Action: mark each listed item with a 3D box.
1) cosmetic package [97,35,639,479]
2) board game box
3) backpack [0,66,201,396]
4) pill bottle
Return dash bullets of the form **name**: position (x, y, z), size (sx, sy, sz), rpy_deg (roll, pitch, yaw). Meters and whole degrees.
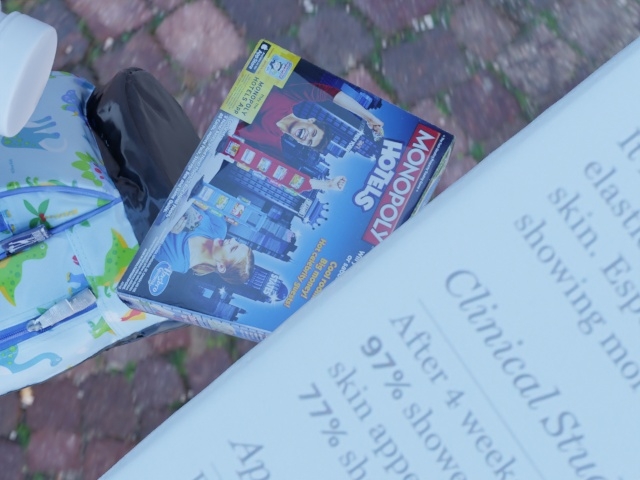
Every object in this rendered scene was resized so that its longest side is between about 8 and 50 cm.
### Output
- **cosmetic package**: position (0.189, 0.110, 0.762), size (0.394, 0.327, 0.329), rpy_deg (-39, 77, 19)
- **board game box**: position (0.000, 0.000, 1.134), size (0.194, 0.060, 0.194), rpy_deg (28, 80, 8)
- **backpack**: position (-0.272, 0.008, 1.417), size (0.355, 0.290, 0.273), rpy_deg (-34, 122, 10)
- **pill bottle**: position (-0.276, -0.141, 1.176), size (0.180, 0.108, 0.108), rpy_deg (22, 108, 3)
